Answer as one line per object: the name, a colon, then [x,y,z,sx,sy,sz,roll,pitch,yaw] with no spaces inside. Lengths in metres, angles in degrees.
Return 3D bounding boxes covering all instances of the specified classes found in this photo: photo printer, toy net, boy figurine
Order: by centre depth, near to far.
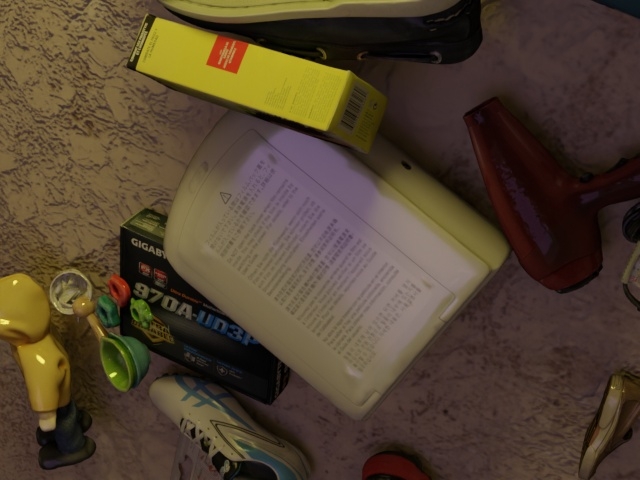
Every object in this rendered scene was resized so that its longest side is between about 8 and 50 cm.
photo printer: [0.000,0.000,1.150,0.307,0.107,0.256,39,119,5]
toy net: [-0.279,0.085,1.395,0.232,0.045,0.122,31,132,41]
boy figurine: [-0.368,0.172,1.490,0.092,0.177,0.285,-17,128,-6]

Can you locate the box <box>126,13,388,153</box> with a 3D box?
box: [-0.060,-0.143,1.034,0.232,0.087,0.058,22,91,31]

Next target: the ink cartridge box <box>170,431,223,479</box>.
ink cartridge box: [-0.109,0.359,1.532,0.224,0.056,0.181,42,136,28]

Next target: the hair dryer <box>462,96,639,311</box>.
hair dryer: [0.260,-0.048,1.020,0.293,0.080,0.224,23,114,11]

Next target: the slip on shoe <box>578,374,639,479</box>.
slip on shoe: [0.295,0.195,1.158,0.041,0.051,0.135,16,122,8]

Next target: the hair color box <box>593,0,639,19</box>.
hair color box: [0.250,-0.235,0.815,0.347,0.174,0.105,26,131,16]

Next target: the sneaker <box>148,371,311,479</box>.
sneaker: [-0.123,0.248,1.430,0.237,0.086,0.085,32,133,12]

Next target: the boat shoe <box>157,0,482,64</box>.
boat shoe: [-0.005,-0.212,1.034,0.340,0.127,0.113,4,146,30]

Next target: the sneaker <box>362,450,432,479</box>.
sneaker: [0.121,0.385,1.333,0.097,0.135,0.276,-24,106,38]

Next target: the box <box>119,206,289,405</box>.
box: [-0.134,0.078,1.347,0.220,0.051,0.175,23,129,19]
